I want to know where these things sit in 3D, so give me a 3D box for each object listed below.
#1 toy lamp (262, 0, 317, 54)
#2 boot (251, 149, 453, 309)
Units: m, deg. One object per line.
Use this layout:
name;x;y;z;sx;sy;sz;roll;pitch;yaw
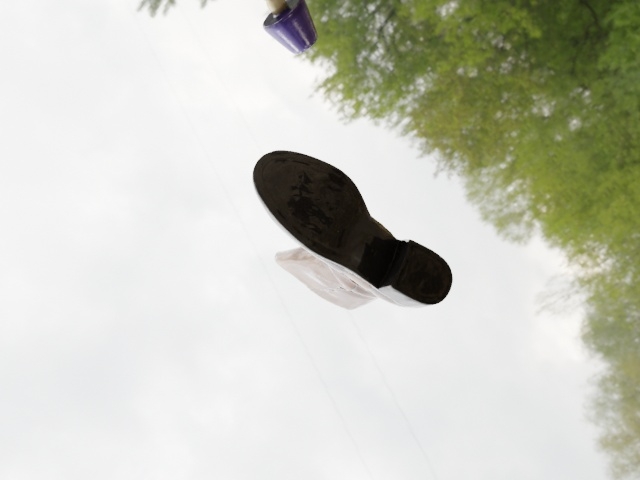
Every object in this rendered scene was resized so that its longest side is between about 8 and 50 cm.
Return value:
toy lamp;-0.098;-0.395;1.036;0.275;0.080;0.080;52;-156;-31
boot;0.000;0.000;0.887;0.264;0.280;0.096;27;-103;-16
